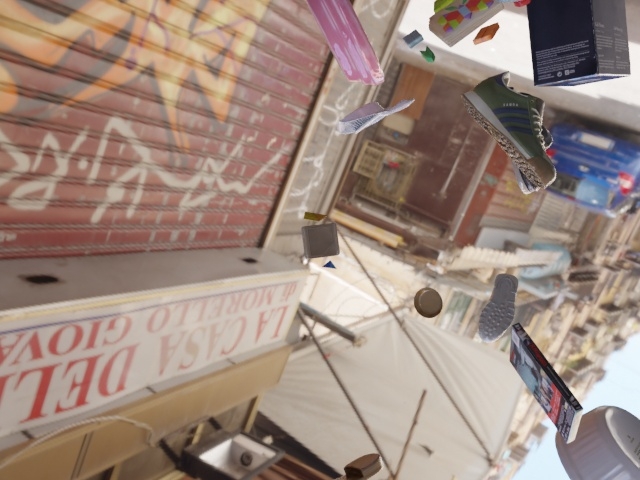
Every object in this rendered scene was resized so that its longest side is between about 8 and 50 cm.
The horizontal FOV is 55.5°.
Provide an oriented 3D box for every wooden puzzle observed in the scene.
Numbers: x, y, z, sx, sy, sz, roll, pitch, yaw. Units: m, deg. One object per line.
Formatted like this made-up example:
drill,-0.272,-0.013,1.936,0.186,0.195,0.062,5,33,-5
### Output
wooden puzzle,0.000,0.000,1.231,0.078,0.116,0.014,0,176,-12

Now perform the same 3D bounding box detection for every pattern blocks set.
pattern blocks set,0.384,-0.598,1.609,0.026,0.325,0.285,47,-176,-41

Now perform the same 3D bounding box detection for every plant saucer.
plant saucer,0.043,-0.509,1.449,0.332,0.084,0.332,60,-170,-17
plant saucer,0.290,0.165,1.626,0.083,0.083,0.015,28,-161,28

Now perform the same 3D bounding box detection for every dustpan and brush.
dustpan and brush,0.148,-0.335,1.616,0.060,0.211,0.147,56,-178,3

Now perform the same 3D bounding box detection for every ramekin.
ramekin,0.666,0.488,1.343,0.272,0.127,0.273,26,-151,-16

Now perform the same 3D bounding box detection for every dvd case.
dvd case,0.255,0.163,0.699,0.087,0.013,0.119,72,171,-48

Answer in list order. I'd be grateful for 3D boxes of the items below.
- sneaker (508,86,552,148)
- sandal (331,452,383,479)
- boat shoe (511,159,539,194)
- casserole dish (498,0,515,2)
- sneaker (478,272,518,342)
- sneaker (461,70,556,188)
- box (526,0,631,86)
sneaker,0.487,-0.290,1.447,0.234,0.078,0.106,27,151,-24
sandal,0.027,0.481,1.118,0.240,0.079,0.088,-18,178,-31
boat shoe,0.407,-0.195,1.201,0.065,0.206,0.075,-20,160,34
casserole dish,0.402,-0.518,1.169,0.188,0.114,0.037,-11,172,8
sneaker,0.522,0.210,1.781,0.090,0.235,0.095,22,147,19
sneaker,0.292,-0.170,0.876,0.192,0.086,0.064,56,-174,25
box,0.745,-0.613,1.750,0.179,0.313,0.343,-1,-170,41
